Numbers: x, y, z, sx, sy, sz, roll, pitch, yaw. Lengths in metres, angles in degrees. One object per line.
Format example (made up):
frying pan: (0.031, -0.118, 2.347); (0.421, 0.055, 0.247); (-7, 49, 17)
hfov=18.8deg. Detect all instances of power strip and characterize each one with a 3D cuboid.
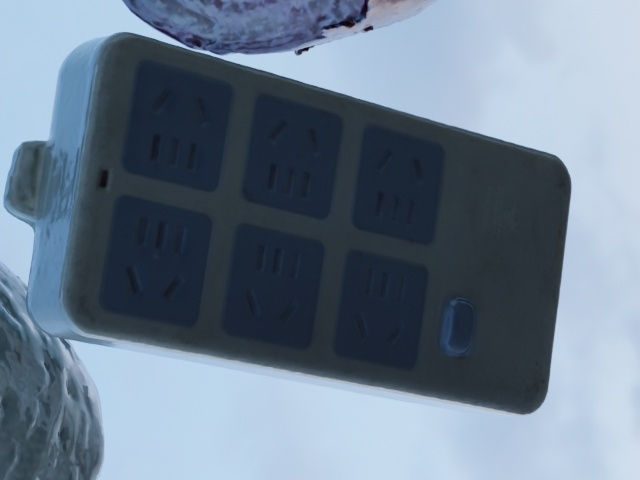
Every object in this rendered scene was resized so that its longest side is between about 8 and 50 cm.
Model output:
power strip: (0.000, 0.000, 0.794); (0.270, 0.046, 0.118); (13, -102, -35)

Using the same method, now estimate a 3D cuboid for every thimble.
thimble: (-0.226, 0.106, 1.041); (0.172, 0.205, 0.250); (60, -163, -45)

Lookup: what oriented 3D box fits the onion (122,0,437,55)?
onion: (-0.015, -0.201, 0.902); (0.140, 0.195, 0.218); (-31, -66, -50)
